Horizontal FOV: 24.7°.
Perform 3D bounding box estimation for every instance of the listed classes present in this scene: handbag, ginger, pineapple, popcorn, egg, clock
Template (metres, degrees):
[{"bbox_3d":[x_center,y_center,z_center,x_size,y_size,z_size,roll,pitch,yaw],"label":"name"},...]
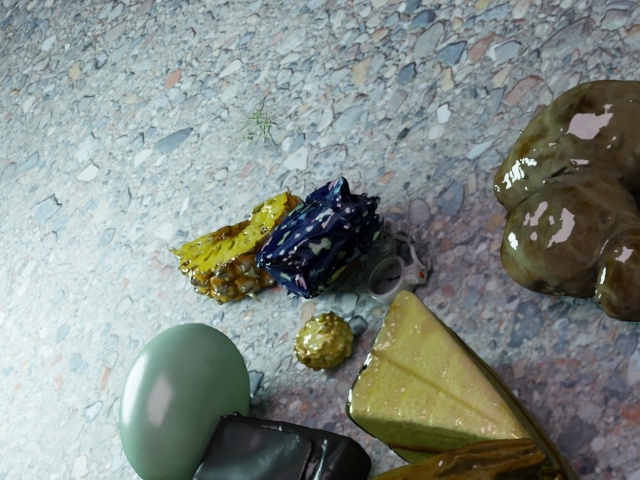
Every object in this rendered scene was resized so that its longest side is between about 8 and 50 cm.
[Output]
[{"bbox_3d":[0.000,0.000,1.917,0.162,0.113,0.260,-52,3,-9],"label":"handbag"},{"bbox_3d":[0.307,-0.037,1.675,0.244,0.155,0.304,-14,55,28],"label":"ginger"},{"bbox_3d":[-0.117,0.027,2.095,0.233,0.079,0.135,-30,40,25],"label":"pineapple"},{"bbox_3d":[-0.072,0.335,1.745,0.223,0.080,0.247,6,61,38],"label":"handbag"},{"bbox_3d":[0.002,0.131,1.898,0.082,0.057,0.083,-51,39,7],"label":"popcorn"},{"bbox_3d":[-0.178,0.217,1.907,0.168,0.168,0.231,-15,50,37],"label":"egg"},{"bbox_3d":[0.101,0.023,1.908,0.087,0.041,0.129,-27,46,32],"label":"clock"}]

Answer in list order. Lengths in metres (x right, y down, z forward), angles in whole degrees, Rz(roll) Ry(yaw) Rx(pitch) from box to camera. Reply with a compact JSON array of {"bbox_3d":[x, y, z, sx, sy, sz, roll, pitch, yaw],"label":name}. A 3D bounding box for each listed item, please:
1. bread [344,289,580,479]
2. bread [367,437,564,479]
[{"bbox_3d":[0.186,0.170,1.587,0.264,0.167,0.163,4,60,44],"label":"bread"},{"bbox_3d":[0.103,0.314,1.432,0.314,0.192,0.370,-16,-8,-16],"label":"bread"}]
